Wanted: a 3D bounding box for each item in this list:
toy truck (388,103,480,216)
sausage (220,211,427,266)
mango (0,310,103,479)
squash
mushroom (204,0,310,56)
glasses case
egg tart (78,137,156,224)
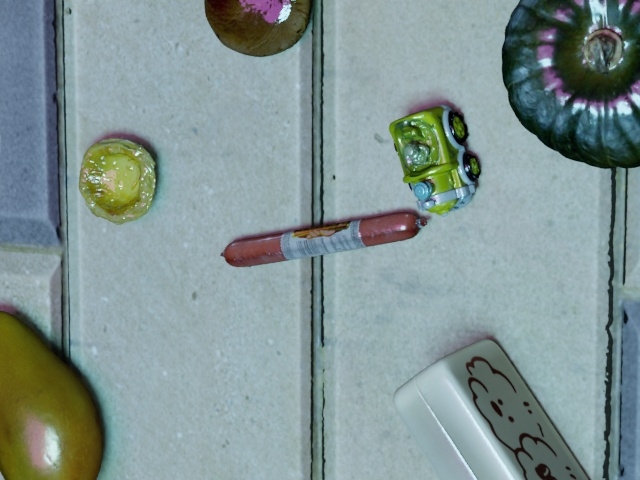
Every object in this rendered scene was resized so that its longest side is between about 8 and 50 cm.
[{"bbox_3d":[0.110,-0.077,1.703,0.076,0.077,0.111,-18,89,29],"label":"toy truck"},{"bbox_3d":[0.000,0.000,1.797,0.253,0.034,0.034,-9,93,28],"label":"sausage"},{"bbox_3d":[-0.329,0.194,1.955,0.138,0.113,0.253,-34,74,31],"label":"mango"},{"bbox_3d":[0.272,-0.170,1.551,0.218,0.172,0.218,-11,61,21],"label":"squash"},{"bbox_3d":[-0.067,-0.251,1.788,0.123,0.052,0.123,6,103,25],"label":"mushroom"},{"bbox_3d":[0.208,0.260,1.661,0.076,0.144,0.336,-38,80,26],"label":"glasses case"},{"bbox_3d":[-0.222,-0.068,1.900,0.105,0.039,0.105,4,99,27],"label":"egg tart"}]
